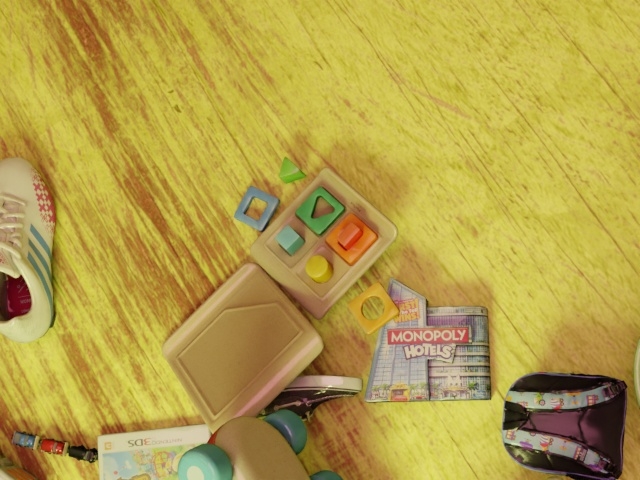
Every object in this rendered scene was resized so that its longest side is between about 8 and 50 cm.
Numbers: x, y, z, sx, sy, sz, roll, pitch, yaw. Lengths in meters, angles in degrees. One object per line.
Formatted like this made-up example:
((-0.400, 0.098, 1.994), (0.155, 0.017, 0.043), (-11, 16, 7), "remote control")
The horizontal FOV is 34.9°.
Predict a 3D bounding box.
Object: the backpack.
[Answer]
((0.355, 0.271, 1.499), (0.173, 0.117, 0.158), (4, 80, 11), "backpack")

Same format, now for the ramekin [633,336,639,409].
((0.595, 0.200, 1.451), (0.303, 0.148, 0.303), (-2, 78, 11), "ramekin")

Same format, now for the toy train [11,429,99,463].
((-0.441, 0.340, 1.680), (0.158, 0.036, 0.027), (10, 81, 13), "toy train")

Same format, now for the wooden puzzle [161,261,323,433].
((-0.125, 0.172, 1.616), (0.221, 0.044, 0.239), (-45, 45, 0), "wooden puzzle")

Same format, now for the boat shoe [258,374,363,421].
((-0.036, 0.251, 1.604), (0.219, 0.078, 0.070), (-8, 77, 17), "boat shoe")

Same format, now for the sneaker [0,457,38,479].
((-0.618, 0.399, 1.658), (0.321, 0.124, 0.180), (33, 85, 15), "sneaker")

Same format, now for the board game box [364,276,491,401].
((0.165, 0.153, 1.590), (0.194, 0.060, 0.194), (-3, 79, 10), "board game box")

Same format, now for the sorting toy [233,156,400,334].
((0.000, 0.000, 1.624), (0.347, 0.047, 0.196), (42, 92, 26), "sorting toy")

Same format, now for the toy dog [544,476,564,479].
((0.251, 0.510, 1.321), (0.284, 0.408, 0.395), (36, 88, 15), "toy dog")

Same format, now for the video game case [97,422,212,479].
((-0.260, 0.410, 1.639), (0.193, 0.023, 0.212), (-8, 78, 9), "video game case")

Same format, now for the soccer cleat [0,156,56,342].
((-0.511, 0.005, 1.706), (0.116, 0.143, 0.331), (-13, 77, 8), "soccer cleat")

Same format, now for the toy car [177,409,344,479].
((-0.125, 0.392, 1.463), (0.238, 0.219, 0.210), (-46, 72, 29), "toy car")
